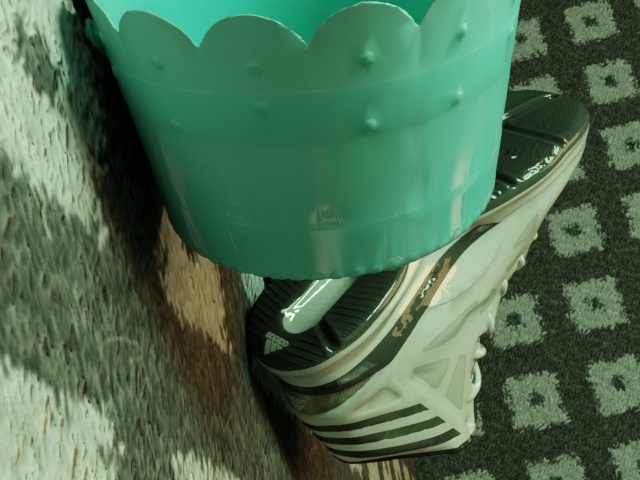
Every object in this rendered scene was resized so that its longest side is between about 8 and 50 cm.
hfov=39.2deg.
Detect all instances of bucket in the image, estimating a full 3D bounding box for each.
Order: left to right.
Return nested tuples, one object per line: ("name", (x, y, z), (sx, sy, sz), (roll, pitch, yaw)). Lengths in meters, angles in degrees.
("bucket", (-0.003, -0.117, 0.599), (0.281, 0.281, 0.183), (-93, 178, -54))

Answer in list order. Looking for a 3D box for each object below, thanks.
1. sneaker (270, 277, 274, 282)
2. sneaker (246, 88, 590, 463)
("sneaker", (0.000, 0.000, 1.023), (0.107, 0.118, 0.279), (69, 11, -49))
("sneaker", (0.133, 0.047, 0.947), (0.169, 0.447, 0.257), (26, -31, 44))
